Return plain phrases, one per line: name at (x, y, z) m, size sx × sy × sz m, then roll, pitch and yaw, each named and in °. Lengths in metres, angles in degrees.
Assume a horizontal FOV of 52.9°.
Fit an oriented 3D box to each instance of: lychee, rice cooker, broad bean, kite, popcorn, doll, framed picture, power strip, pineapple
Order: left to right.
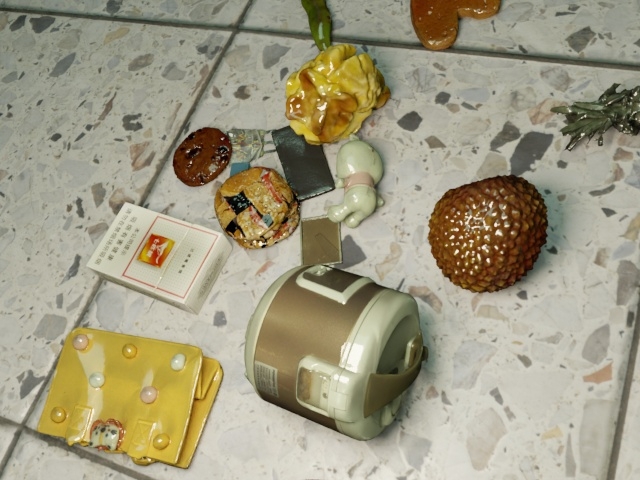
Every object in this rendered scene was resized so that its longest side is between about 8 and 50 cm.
power strip at (-0.227, -0.163, 1.797) m, size 0.056 × 0.032 × 0.123 m, roll -3°, pitch 62°, yaw 14°
kite at (-0.174, -0.280, 1.856) m, size 0.245 × 0.015 × 0.141 m, roll -7°, pitch 64°, yaw 12°
broad bean at (-0.009, -0.711, 2.020) m, size 0.077 × 0.061 × 0.339 m, roll -23°, pitch 58°, yaw 11°
framed picture at (0.000, 0.000, 1.659) m, size 0.109 × 0.011 × 0.149 m, roll -8°, pitch 61°, yaw 11°
popcorn at (0.050, -0.401, 1.716) m, size 0.332 × 0.265 × 0.225 m, roll -23°, pitch 64°, yaw -29°
rice cooker at (0.043, 0.227, 1.331) m, size 0.325 × 0.335 × 0.335 m, roll 16°, pitch 67°, yaw 27°
doll at (0.103, -0.162, 1.653) m, size 0.113 × 0.154 × 0.275 m, roll -21°, pitch 49°, yaw 48°
lychee at (0.373, -0.011, 1.433) m, size 0.267 × 0.267 × 0.268 m, roll -7°, pitch 61°, yaw 12°
pineapple at (0.744, -0.316, 1.549) m, size 0.364 × 0.165 × 0.166 m, roll -7°, pitch 61°, yaw 14°

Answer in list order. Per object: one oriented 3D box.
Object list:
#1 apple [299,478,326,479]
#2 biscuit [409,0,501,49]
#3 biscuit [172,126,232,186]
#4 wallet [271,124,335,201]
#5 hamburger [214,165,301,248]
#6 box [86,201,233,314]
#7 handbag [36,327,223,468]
apple at (-0.021, 0.559, 1.265) m, size 0.199 × 0.199 × 0.199 m, roll -7°, pitch 61°, yaw 12°
biscuit at (0.405, -0.686, 1.902) m, size 0.276 × 0.052 × 0.262 m, roll -14°, pitch 64°, yaw 6°
biscuit at (-0.343, -0.243, 1.858) m, size 0.191 × 0.049 × 0.192 m, roll -7°, pitch 67°, yaw 17°
wallet at (-0.048, -0.222, 1.776) m, size 0.124 × 0.025 × 0.244 m, roll -20°, pitch 64°, yaw 2°
hamburger at (-0.166, -0.090, 1.684) m, size 0.230 × 0.107 × 0.231 m, roll -4°, pitch 70°, yaw 13°
box at (-0.424, 0.043, 1.705) m, size 0.330 × 0.095 × 0.210 m, roll 18°, pitch 68°, yaw 21°
handbag at (-0.455, 0.368, 1.523) m, size 0.400 × 0.133 × 0.283 m, roll 7°, pitch 69°, yaw 19°
